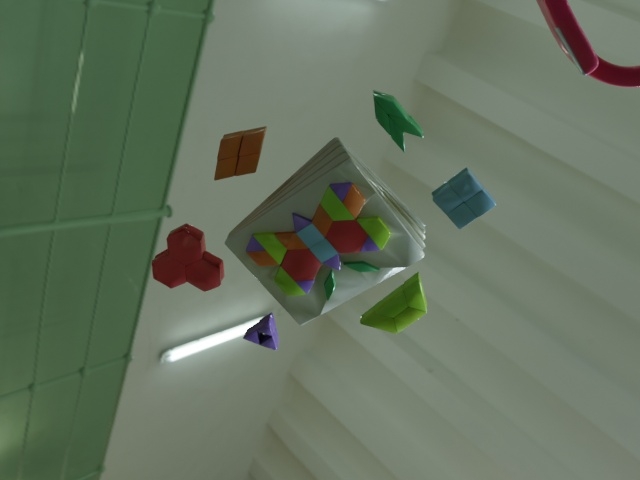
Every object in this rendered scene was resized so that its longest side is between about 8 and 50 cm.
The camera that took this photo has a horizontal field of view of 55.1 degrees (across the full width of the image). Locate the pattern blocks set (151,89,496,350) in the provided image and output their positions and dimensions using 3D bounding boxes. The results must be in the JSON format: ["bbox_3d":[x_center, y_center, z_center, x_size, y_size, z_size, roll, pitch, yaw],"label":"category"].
[{"bbox_3d":[0.000,0.000,0.642,0.285,0.026,0.325,35,-62,-13],"label":"pattern blocks set"}]

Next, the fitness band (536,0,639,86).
[{"bbox_3d":[0.382,-0.329,0.762,0.209,0.054,0.291,-31,-72,16],"label":"fitness band"}]
